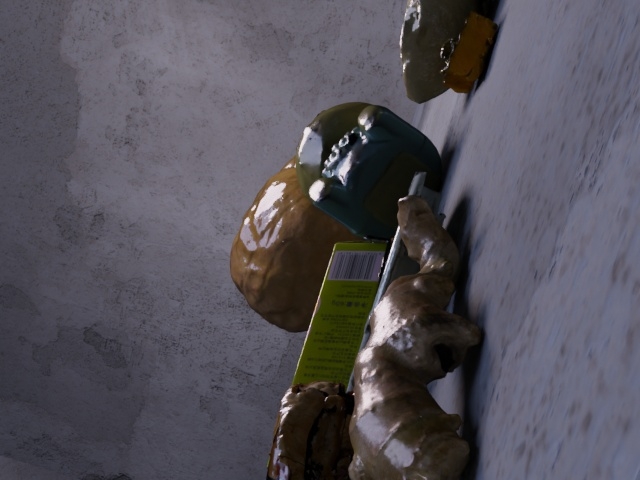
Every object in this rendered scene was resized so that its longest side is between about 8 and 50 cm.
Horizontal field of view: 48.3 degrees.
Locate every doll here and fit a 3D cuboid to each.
[{"bbox_3d":[0.057,-0.107,1.015,0.177,0.161,0.260,-57,24,6],"label":"doll"}]

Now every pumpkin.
[{"bbox_3d":[0.164,-0.213,0.811,0.083,0.054,0.074,8,-78,-82],"label":"pumpkin"}]

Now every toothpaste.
[{"bbox_3d":[0.031,0.151,0.846,0.110,0.077,0.327,68,-150,-44],"label":"toothpaste"}]

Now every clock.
[{"bbox_3d":[0.081,0.050,0.696,0.236,0.053,0.236,16,-90,-84],"label":"clock"}]

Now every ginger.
[{"bbox_3d":[0.066,0.052,0.470,0.089,0.075,0.288,-39,15,29],"label":"ginger"}]

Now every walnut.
[{"bbox_3d":[-0.009,0.012,1.480,0.383,0.384,0.383,16,-90,-87],"label":"walnut"}]

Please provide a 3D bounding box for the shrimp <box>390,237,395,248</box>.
[{"bbox_3d":[0.137,-0.050,1.110,0.152,0.046,0.219,98,-172,-47],"label":"shrimp"}]

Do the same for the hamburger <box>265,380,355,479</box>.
[{"bbox_3d":[0.007,0.211,0.544,0.231,0.107,0.231,-171,90,-89],"label":"hamburger"}]

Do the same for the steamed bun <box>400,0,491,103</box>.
[{"bbox_3d":[0.166,-0.309,0.916,0.212,0.110,0.231,77,-159,-47],"label":"steamed bun"}]
